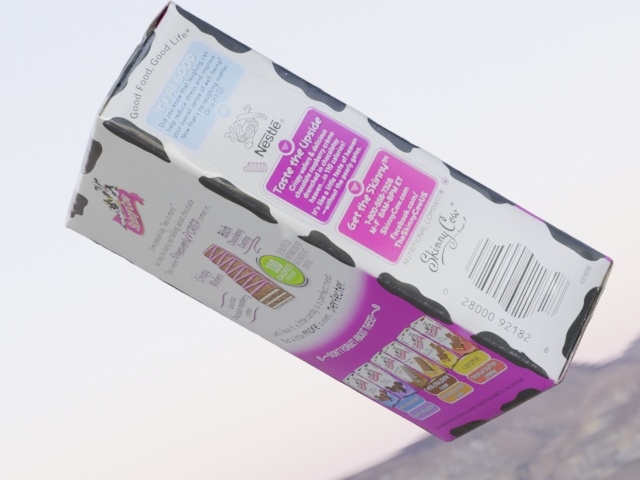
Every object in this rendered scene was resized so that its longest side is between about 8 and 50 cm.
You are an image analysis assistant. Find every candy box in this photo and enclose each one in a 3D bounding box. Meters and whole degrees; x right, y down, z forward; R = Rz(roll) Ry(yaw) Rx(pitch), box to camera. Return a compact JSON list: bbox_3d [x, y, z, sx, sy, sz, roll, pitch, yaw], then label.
[{"bbox_3d":[0.000,0.000,0.747,0.071,0.233,0.159,-62,5,-22],"label":"candy box"}]
